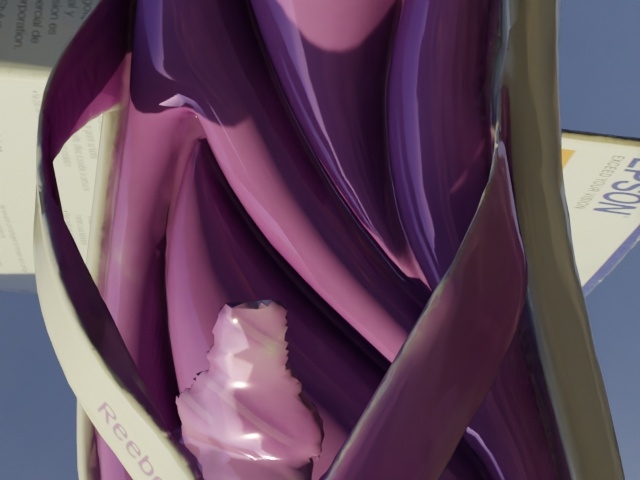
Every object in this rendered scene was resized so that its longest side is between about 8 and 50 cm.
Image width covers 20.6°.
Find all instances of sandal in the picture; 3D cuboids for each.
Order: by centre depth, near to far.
[{"bbox_3d":[-0.014,0.000,0.464,0.102,0.169,0.416,-15,-76,-60],"label":"sandal"}]

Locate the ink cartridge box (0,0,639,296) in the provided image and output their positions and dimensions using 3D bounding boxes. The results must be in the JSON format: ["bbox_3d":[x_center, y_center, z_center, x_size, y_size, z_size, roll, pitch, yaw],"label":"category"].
[{"bbox_3d":[-0.041,-0.033,0.727,0.330,0.324,0.071,5,-105,-3],"label":"ink cartridge box"}]
